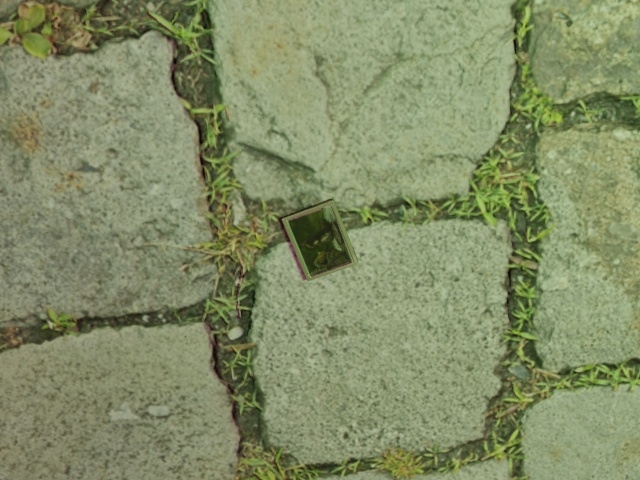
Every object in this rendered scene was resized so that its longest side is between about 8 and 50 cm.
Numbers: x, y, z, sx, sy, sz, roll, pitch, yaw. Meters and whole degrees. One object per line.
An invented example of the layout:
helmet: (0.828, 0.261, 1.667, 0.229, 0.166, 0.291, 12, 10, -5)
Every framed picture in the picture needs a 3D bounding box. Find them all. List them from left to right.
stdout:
framed picture: (0.000, 0.000, 1.434, 0.066, 0.006, 0.089, -19, 116, 5)
